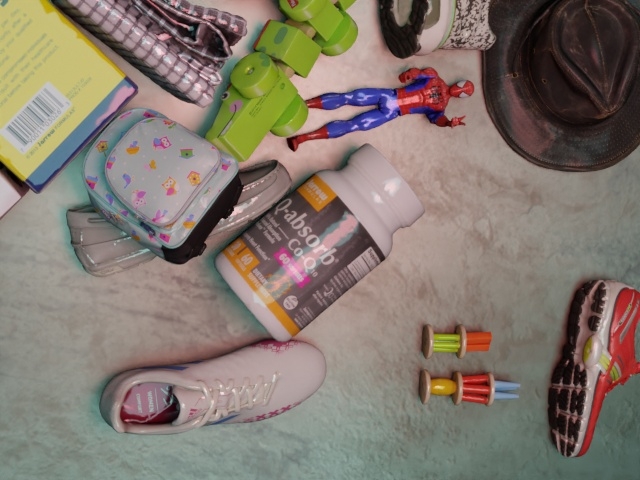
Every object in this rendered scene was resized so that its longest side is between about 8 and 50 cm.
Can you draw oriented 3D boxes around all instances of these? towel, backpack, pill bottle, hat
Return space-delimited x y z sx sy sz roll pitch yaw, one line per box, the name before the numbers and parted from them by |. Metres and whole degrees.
towel | -0.227 -0.295 1.701 0.235 0.284 0.121 37 88 -17
backpack | -0.218 -0.082 1.719 0.188 0.144 0.166 31 75 18
pill bottle | 0.000 0.000 1.837 0.278 0.162 0.162 -41 101 -3
hat | 0.392 -0.261 1.888 0.331 0.134 0.331 -1 96 -10

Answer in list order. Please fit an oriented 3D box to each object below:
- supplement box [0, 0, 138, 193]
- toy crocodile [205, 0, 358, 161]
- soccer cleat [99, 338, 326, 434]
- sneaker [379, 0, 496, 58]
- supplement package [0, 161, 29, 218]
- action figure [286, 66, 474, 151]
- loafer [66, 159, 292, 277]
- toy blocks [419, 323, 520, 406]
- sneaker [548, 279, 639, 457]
supplement box | -0.433 -0.255 1.722 0.356 0.194 0.195 44 88 -11
toy crocodile | -0.050 -0.257 1.801 0.340 0.105 0.115 -58 138 -8
soccer cleat | -0.146 0.221 1.847 0.331 0.143 0.116 -11 98 -8
sneaker | 0.203 -0.451 1.853 0.182 0.158 0.410 6 98 -31
supplement package | -0.507 -0.083 1.725 0.149 0.203 0.194 -44 101 -2
action figure | 0.094 -0.190 1.849 0.280 0.139 0.091 -13 99 -10
loafer | -0.198 -0.051 1.826 0.319 0.112 0.111 -22 108 -6
toy blocks | 0.226 0.186 1.949 0.148 0.054 0.123 3 96 -9
sneaker | 0.428 0.200 1.962 0.118 0.107 0.279 12 97 -19
